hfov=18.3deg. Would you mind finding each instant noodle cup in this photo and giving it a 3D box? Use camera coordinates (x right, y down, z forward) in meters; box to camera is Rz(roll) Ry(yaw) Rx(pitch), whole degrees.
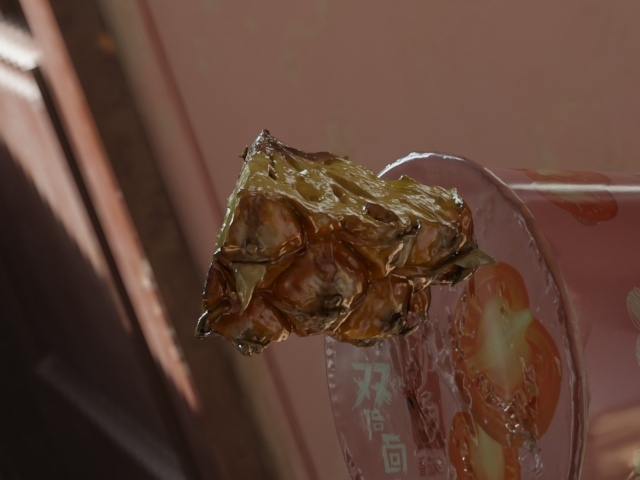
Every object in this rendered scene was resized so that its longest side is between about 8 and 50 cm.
[{"bbox_3d":[0.159,0.066,1.115,0.231,0.243,0.243,-4,17,-30],"label":"instant noodle cup"}]

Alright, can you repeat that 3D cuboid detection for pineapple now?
[{"bbox_3d":[0.000,0.000,0.814,0.137,0.069,0.116,0,30,-40],"label":"pineapple"}]
